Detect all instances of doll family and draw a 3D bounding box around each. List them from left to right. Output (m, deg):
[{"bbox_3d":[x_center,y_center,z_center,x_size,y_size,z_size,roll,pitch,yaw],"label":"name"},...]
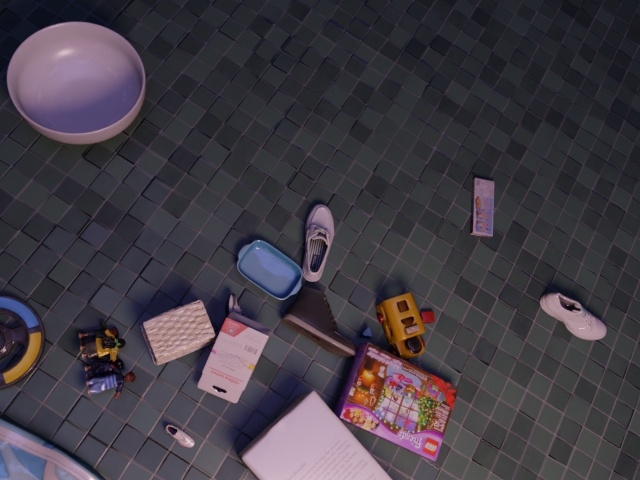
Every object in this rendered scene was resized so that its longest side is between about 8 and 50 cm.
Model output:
[{"bbox_3d":[-0.516,0.289,1.532,0.111,0.076,0.193,-10,80,-20],"label":"doll family"}]

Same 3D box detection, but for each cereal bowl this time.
[{"bbox_3d":[-0.637,-0.401,1.681,0.339,0.141,0.339,4,72,-12],"label":"cereal bowl"}]

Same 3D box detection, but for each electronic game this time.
[{"bbox_3d":[-0.776,0.241,1.500,0.229,0.048,0.229,3,73,-11],"label":"electronic game"}]

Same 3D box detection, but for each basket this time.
[{"bbox_3d":[-0.350,0.224,1.568,0.167,0.103,0.113,-21,79,-18],"label":"basket"}]

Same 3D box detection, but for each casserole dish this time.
[{"bbox_3d":[-0.138,0.082,1.695,0.188,0.037,0.114,35,69,-1],"label":"casserole dish"}]

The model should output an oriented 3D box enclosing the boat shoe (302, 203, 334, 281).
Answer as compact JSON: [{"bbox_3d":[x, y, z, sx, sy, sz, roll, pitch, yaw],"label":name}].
[{"bbox_3d":[0.000,0.000,1.730,0.083,0.076,0.226,8,71,-10],"label":"boat shoe"}]

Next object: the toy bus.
[{"bbox_3d":[0.228,0.240,1.689,0.202,0.104,0.191,27,70,-3],"label":"toy bus"}]

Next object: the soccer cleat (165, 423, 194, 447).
[{"bbox_3d":[-0.341,0.473,1.528,0.083,0.035,0.029,37,69,1],"label":"soccer cleat"}]

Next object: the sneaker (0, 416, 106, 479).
[{"bbox_3d":[-0.649,0.545,1.394,0.319,0.127,0.208,26,67,7],"label":"sneaker"}]

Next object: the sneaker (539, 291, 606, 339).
[{"bbox_3d":[0.741,0.217,1.815,0.212,0.094,0.080,30,68,-2],"label":"sneaker"}]

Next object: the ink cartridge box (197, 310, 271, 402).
[{"bbox_3d":[-0.216,0.291,1.572,0.115,0.067,0.198,25,100,-3],"label":"ink cartridge box"}]

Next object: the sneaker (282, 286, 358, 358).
[{"bbox_3d":[0.021,0.215,1.664,0.222,0.083,0.118,32,64,-4],"label":"sneaker"}]

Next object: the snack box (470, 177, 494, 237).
[{"bbox_3d":[0.486,-0.099,1.896,0.064,0.022,0.178,11,71,-10],"label":"snack box"}]

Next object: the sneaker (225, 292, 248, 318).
[{"bbox_3d":[-0.213,0.203,1.639,0.058,0.052,0.135,-4,83,-21],"label":"sneaker"}]

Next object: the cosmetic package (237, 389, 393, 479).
[{"bbox_3d":[0.037,0.606,1.502,0.230,0.161,0.453,-40,85,-20],"label":"cosmetic package"}]

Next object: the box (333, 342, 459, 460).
[{"bbox_3d":[0.198,0.413,1.622,0.293,0.057,0.201,28,72,-15],"label":"box"}]
